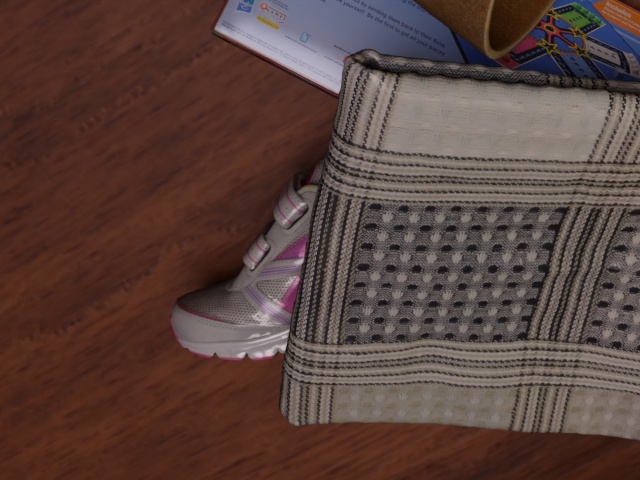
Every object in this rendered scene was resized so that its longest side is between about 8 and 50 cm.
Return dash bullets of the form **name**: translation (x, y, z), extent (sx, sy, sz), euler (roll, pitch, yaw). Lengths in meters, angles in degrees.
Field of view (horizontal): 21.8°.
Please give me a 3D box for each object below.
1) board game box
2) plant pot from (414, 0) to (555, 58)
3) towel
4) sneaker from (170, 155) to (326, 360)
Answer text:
- **board game box**: translation (0.083, -0.139, 1.121), extent (0.281, 0.027, 0.145), euler (28, 92, -1)
- **plant pot**: translation (0.055, -0.273, 1.014), extent (0.254, 0.237, 0.237), euler (31, 114, 14)
- **towel**: translation (0.149, 0.024, 1.101), extent (0.324, 0.056, 0.312), euler (4, 128, -10)
- **sneaker**: translation (0.000, 0.000, 1.187), extent (0.252, 0.103, 0.111), euler (-24, 104, 10)
